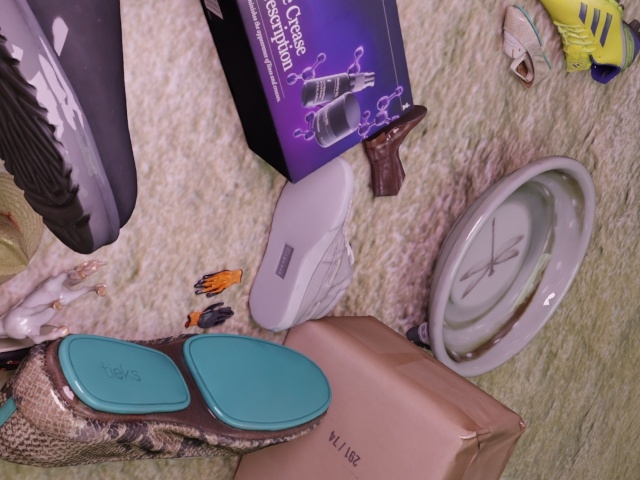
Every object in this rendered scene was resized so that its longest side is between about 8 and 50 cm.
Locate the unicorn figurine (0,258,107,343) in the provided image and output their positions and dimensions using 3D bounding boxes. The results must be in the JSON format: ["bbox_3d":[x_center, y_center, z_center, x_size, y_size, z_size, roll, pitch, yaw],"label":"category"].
[{"bbox_3d":[-0.292,0.069,0.981,0.162,0.111,0.060,-27,106,-58],"label":"unicorn figurine"}]

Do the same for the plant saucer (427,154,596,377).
[{"bbox_3d":[0.293,0.032,1.586,0.400,0.100,0.400,-28,135,-32],"label":"plant saucer"}]

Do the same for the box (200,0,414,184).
[{"bbox_3d":[-0.011,-0.220,1.056,0.184,0.103,0.261,-36,138,-17],"label":"box"}]

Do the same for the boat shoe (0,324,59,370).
[{"bbox_3d":[-0.330,0.118,1.013,0.133,0.049,0.042,-4,111,-51],"label":"boat shoe"}]

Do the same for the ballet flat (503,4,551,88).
[{"bbox_3d":[0.295,-0.274,1.404,0.052,0.057,0.168,-45,142,2],"label":"ballet flat"}]

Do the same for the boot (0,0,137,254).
[{"bbox_3d":[-0.098,-0.244,0.839,0.445,0.146,0.367,-31,109,-31],"label":"boot"}]

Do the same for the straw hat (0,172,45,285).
[{"bbox_3d":[-0.318,0.006,0.935,0.144,0.061,0.144,-27,134,-33],"label":"straw hat"}]

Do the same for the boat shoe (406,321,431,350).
[{"bbox_3d":[0.193,0.165,1.624,0.142,0.040,0.049,26,56,-51],"label":"boat shoe"}]

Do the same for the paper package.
[{"bbox_3d":[0.072,0.302,1.358,0.168,0.325,0.309,3,113,-49],"label":"paper package"}]

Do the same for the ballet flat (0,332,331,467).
[{"bbox_3d":[-0.187,0.198,1.149,0.182,0.164,0.483,-40,153,23],"label":"ballet flat"}]

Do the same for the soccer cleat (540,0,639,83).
[{"bbox_3d":[0.401,-0.313,1.459,0.289,0.093,0.121,15,112,-51],"label":"soccer cleat"}]

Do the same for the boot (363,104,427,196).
[{"bbox_3d":[0.109,-0.120,1.326,0.106,0.037,0.114,-30,134,-11],"label":"boot"}]

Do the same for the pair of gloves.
[{"bbox_3d":[-0.134,0.075,1.228,0.074,0.010,0.083,-9,124,-44],"label":"pair of gloves"}]

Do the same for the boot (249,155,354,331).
[{"bbox_3d":[0.000,0.000,1.267,0.123,0.095,0.258,-8,131,-51],"label":"boot"}]
